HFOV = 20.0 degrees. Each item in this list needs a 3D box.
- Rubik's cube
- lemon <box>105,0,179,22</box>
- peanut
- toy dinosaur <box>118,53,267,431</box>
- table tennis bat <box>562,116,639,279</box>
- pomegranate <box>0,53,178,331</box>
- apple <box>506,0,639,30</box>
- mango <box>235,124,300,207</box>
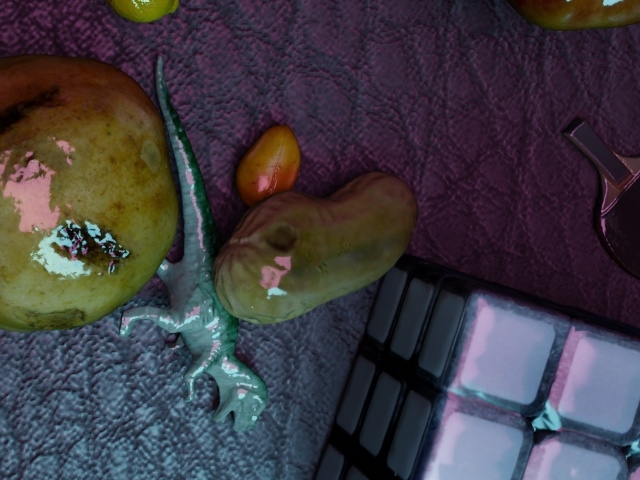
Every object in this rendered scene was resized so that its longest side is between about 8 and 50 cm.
[{"bbox_3d":[0.193,0.206,1.755,0.305,0.301,0.303,16,92,-15],"label":"Rubik's cube"},{"bbox_3d":[-0.172,-0.240,1.739,0.083,0.062,0.062,20,92,-28],"label":"lemon"},{"bbox_3d":[0.000,0.000,1.771,0.236,0.110,0.120,-28,64,-27],"label":"peanut"},{"bbox_3d":[-0.154,0.022,1.771,0.129,0.076,0.383,-19,104,-17],"label":"toy dinosaur"},{"bbox_3d":[0.335,-0.045,1.904,0.130,0.019,0.220,-46,106,-5],"label":"table tennis bat"},{"bbox_3d":[-0.258,-0.041,1.658,0.260,0.260,0.260,-2,97,-13],"label":"pomegranate"},{"bbox_3d":[0.258,-0.340,1.710,0.288,0.317,0.288,2,116,5],"label":"apple"},{"bbox_3d":[-0.050,-0.073,1.796,0.060,0.046,0.089,21,88,-15],"label":"mango"}]
